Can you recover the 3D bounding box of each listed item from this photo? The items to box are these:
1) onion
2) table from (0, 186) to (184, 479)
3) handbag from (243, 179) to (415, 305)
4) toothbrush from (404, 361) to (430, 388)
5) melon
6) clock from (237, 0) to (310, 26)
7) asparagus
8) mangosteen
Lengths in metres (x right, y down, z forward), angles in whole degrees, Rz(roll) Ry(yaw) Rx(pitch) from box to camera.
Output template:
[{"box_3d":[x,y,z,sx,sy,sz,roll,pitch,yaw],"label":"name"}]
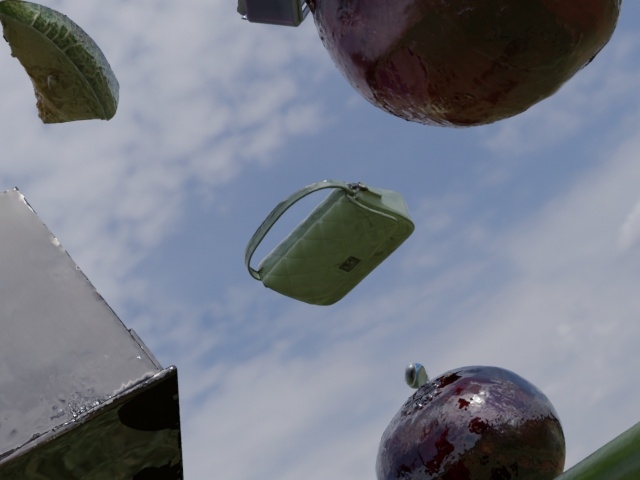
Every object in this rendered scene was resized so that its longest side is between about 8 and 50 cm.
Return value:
[{"box_3d":[0.118,-0.226,1.140,0.276,0.276,0.276,-28,-20,-11],"label":"onion"},{"box_3d":[-0.288,0.145,1.333,0.196,0.282,0.250,-28,-34,-23],"label":"table"},{"box_3d":[0.000,0.000,2.138,0.219,0.079,0.256,15,-47,-38],"label":"handbag"},{"box_3d":[0.135,0.188,1.923,0.040,0.040,0.386,-32,-7,0],"label":"toothbrush"},{"box_3d":[-0.298,-0.206,1.569,0.098,0.054,0.182,-8,-39,6],"label":"melon"},{"box_3d":[-0.030,-0.342,1.531,0.144,0.073,0.193,84,-155,-43],"label":"clock"},{"box_3d":[0.213,0.177,1.009,0.067,0.060,0.277,9,-34,-27],"label":"asparagus"},{"box_3d":[0.201,0.276,1.629,0.235,0.261,0.235,-42,4,4],"label":"mangosteen"}]
